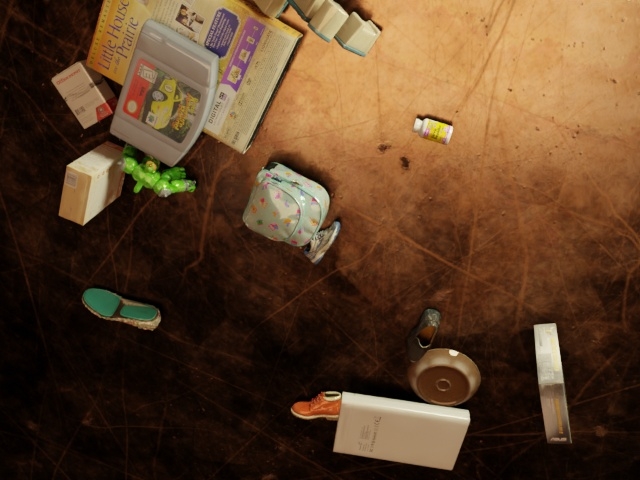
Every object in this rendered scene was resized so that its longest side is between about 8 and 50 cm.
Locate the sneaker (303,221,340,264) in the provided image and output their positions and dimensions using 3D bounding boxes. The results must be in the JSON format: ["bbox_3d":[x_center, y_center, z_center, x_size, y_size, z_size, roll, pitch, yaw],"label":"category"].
[{"bbox_3d":[0.000,0.000,1.502,0.058,0.052,0.135,34,119,-1],"label":"sneaker"}]

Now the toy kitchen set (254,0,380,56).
[{"bbox_3d":[-0.006,-0.470,1.252,0.122,0.166,0.207,-47,63,28],"label":"toy kitchen set"}]

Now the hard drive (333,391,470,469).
[{"bbox_3d":[0.223,0.546,1.705,0.352,0.047,0.233,8,125,2],"label":"hard drive"}]

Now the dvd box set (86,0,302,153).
[{"bbox_3d":[-0.291,-0.426,1.340,0.420,0.062,0.308,29,120,-3],"label":"dvd box set"}]

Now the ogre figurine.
[{"bbox_3d":[-0.411,-0.168,1.470,0.096,0.118,0.197,-30,108,25],"label":"ogre figurine"}]

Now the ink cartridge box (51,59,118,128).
[{"bbox_3d":[-0.563,-0.355,1.442,0.099,0.056,0.135,-21,111,22],"label":"ink cartridge box"}]

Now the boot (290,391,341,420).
[{"bbox_3d":[-0.010,0.478,1.754,0.157,0.059,0.085,-1,114,4],"label":"boot"}]

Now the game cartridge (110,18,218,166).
[{"bbox_3d":[-0.347,-0.317,1.348,0.196,0.060,0.294,27,122,-6],"label":"game cartridge"}]

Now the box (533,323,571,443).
[{"bbox_3d":[0.561,0.341,1.446,0.056,0.231,0.183,-7,114,20],"label":"box"}]

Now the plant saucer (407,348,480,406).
[{"bbox_3d":[0.336,0.387,1.634,0.198,0.036,0.199,5,119,10],"label":"plant saucer"}]

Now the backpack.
[{"bbox_3d":[-0.079,-0.077,1.429,0.188,0.144,0.166,23,114,-3],"label":"backpack"}]

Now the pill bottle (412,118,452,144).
[{"bbox_3d":[0.247,-0.243,1.320,0.083,0.043,0.043,17,120,4],"label":"pill bottle"}]

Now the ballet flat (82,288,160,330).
[{"bbox_3d":[-0.576,0.210,1.731,0.240,0.091,0.077,18,142,8],"label":"ballet flat"}]

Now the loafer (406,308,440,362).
[{"bbox_3d":[0.265,0.260,1.569,0.062,0.061,0.170,16,120,3],"label":"loafer"}]

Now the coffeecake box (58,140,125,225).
[{"bbox_3d":[-0.556,-0.145,1.476,0.068,0.185,0.142,23,119,0],"label":"coffeecake box"}]
